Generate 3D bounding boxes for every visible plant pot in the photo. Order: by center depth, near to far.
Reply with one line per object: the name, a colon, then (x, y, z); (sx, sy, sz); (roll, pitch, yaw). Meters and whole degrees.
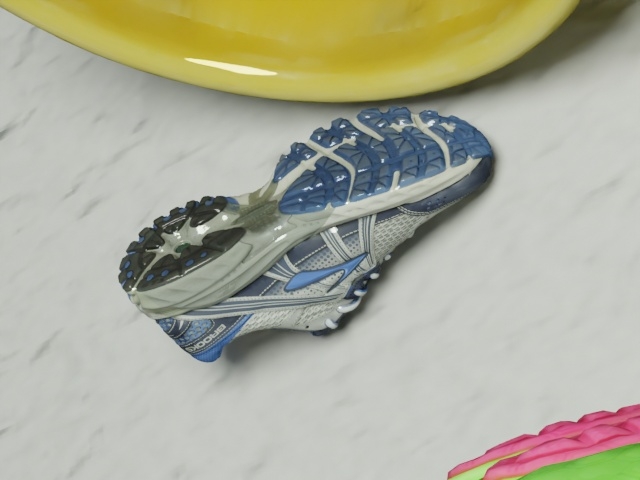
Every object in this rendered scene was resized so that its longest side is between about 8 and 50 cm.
plant pot: (-0.012, -0.212, 0.633); (0.254, 0.254, 0.239); (-6, 57, 34)

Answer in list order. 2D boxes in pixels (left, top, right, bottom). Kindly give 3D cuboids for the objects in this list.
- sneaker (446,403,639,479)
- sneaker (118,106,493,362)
sneaker: (0.180, 0.133, 0.342); (0.482, 0.185, 0.202); (3, 90, 11)
sneaker: (0.000, 0.000, 0.671); (0.135, 0.058, 0.052); (-24, 36, 6)
